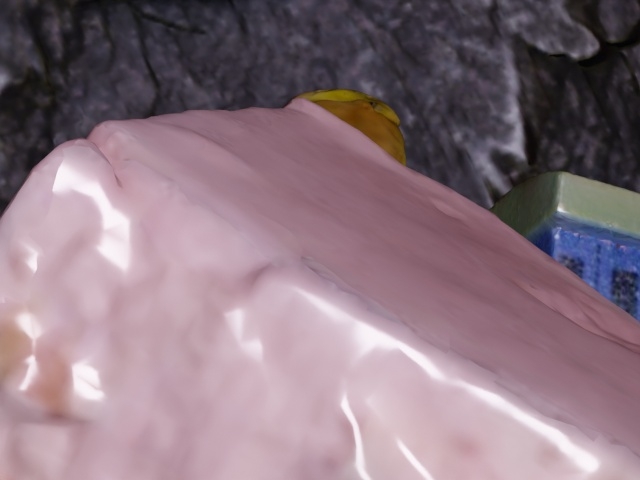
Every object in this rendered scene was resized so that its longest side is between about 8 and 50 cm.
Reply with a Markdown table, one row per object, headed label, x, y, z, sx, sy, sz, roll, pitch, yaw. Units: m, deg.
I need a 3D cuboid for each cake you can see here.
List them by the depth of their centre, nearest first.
| label | x | y | z | sx | sy | sz | roll | pitch | yaw |
| --- | --- | --- | --- | --- | --- | --- | --- | --- | --- |
| cake | -0.002 | 0.143 | 0.584 | 0.314 | 0.293 | 0.306 | 31 | 104 | 6 |

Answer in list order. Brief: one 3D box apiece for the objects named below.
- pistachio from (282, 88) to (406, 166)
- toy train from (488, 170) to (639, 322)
| label | x | y | z | sx | sy | sz | roll | pitch | yaw |
| --- | --- | --- | --- | --- | --- | --- | --- | --- | --- |
| pistachio | 0.000 | 0.000 | 0.803 | 0.089 | 0.049 | 0.173 | 30 | 66 | -10 |
| toy train | 0.192 | 0.095 | 0.799 | 0.300 | 0.131 | 0.202 | 15 | 67 | -16 |
